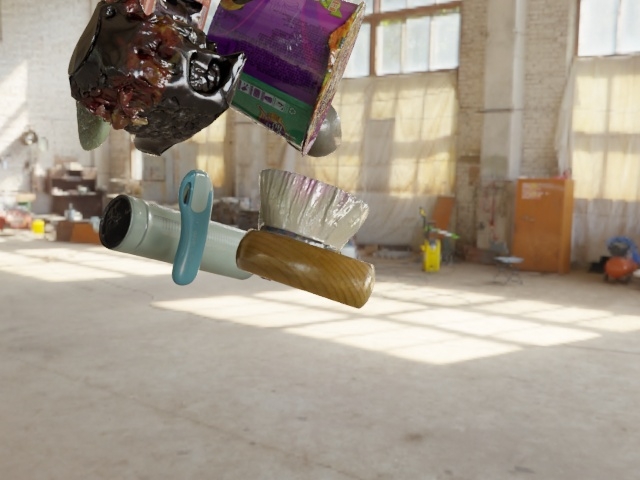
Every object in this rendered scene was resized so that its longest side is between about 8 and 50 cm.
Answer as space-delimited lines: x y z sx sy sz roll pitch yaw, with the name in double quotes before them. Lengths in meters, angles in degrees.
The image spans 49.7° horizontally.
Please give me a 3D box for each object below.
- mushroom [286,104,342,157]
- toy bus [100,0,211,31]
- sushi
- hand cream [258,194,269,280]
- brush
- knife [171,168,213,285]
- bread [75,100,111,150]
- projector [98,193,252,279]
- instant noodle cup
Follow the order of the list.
"mushroom" -0.040 -0.276 1.615 0.141 0.188 0.117 -43 -9 30
"toy bus" -0.379 -0.589 1.624 0.203 0.427 0.233 20 7 35
"sushi" -0.204 -0.194 0.801 0.150 0.153 0.172 22 -5 -37
"hand cream" -0.147 -0.009 1.853 0.055 0.235 0.086 -1 1 -28
"brush" 0.000 0.000 1.022 0.174 0.166 0.266 23 -4 -41
"knife" -0.231 -0.021 1.233 0.064 0.222 0.031 1 23 -29
"bread" -0.537 -0.308 1.630 0.112 0.193 0.036 4 12 36
"projector" -0.264 -0.001 1.368 0.108 0.108 0.337 6 -8 41
"instant noodle cup" -0.064 -0.279 1.054 0.190 0.251 0.251 23 6 0
